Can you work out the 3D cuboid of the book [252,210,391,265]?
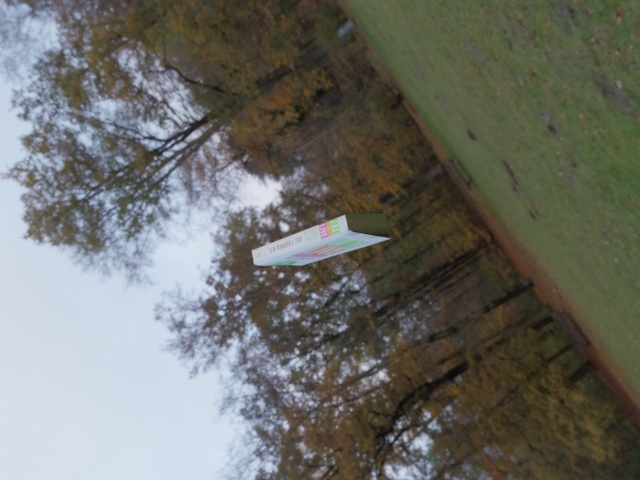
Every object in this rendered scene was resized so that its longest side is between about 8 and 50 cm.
[{"bbox_3d":[0.000,0.000,0.669,0.096,0.144,0.035,1,-108,-53],"label":"book"}]
